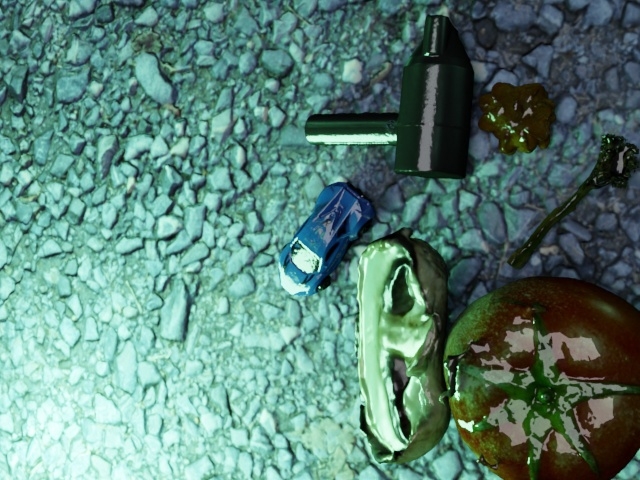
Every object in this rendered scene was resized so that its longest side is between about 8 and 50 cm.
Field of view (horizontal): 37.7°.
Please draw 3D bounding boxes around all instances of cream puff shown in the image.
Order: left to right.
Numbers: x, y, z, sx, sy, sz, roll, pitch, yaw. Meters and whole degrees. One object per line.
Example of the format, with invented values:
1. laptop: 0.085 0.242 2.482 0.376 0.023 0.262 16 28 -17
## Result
1. cream puff: 0.295 -0.188 1.409 0.116 0.094 0.122 -49 66 14

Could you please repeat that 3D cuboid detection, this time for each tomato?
1. tomato: 0.323 0.197 1.307 0.304 0.239 0.303 1 92 21

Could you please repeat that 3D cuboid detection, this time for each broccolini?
1. broccolini: 0.380 -0.051 1.408 0.057 0.071 0.254 30 114 -20

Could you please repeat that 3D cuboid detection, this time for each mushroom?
1. mushroom: 0.139 0.159 1.420 0.247 0.130 0.344 157 111 -66

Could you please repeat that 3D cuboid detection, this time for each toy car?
1. toy car: 0.000 0.000 1.563 0.103 0.063 0.216 41 106 19

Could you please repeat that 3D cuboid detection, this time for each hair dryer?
1. hair dryer: 0.101 -0.227 1.505 0.302 0.116 0.244 4 89 32
